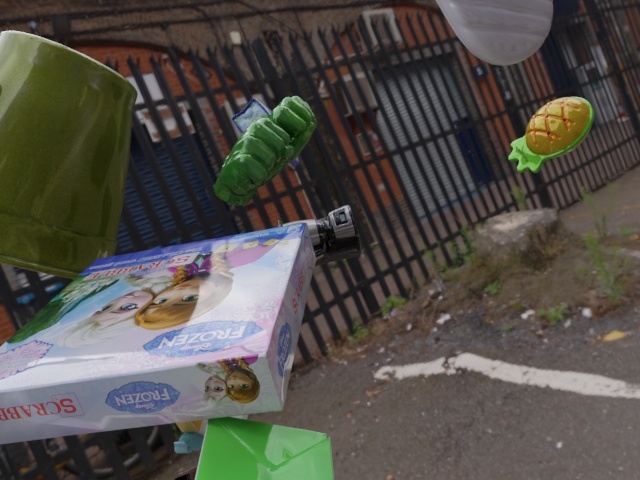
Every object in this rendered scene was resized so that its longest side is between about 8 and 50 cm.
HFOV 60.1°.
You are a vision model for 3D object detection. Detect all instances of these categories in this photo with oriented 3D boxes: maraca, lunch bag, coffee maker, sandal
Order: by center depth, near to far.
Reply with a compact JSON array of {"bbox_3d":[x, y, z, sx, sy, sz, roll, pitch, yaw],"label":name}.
[{"bbox_3d":[0.064,-0.233,0.372,0.102,0.265,0.076,-23,4,-15],"label":"sandal"},{"bbox_3d":[0.471,-0.216,1.136,0.186,0.099,0.127,-44,37,23],"label":"maraca"},{"bbox_3d":[-0.116,-0.242,1.296,0.096,0.151,0.129,-40,-13,9],"label":"lunch bag"},{"bbox_3d":[0.000,0.000,1.298,0.178,0.120,0.171,-13,-12,-1],"label":"coffee maker"}]

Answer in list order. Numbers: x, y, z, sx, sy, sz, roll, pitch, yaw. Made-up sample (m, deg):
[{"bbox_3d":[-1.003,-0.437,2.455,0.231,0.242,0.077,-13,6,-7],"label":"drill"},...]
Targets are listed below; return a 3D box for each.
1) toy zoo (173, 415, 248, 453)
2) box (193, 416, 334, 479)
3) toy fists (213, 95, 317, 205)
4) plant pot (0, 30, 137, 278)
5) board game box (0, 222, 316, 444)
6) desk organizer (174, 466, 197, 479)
[{"bbox_3d":[-0.153,0.175,0.822,0.030,0.192,0.293,-12,39,23],"label":"toy zoo"},{"bbox_3d":[-0.068,0.322,0.443,0.127,0.231,0.262,14,21,-8],"label":"box"},{"bbox_3d":[-0.090,-0.176,1.036,0.142,0.096,0.279,-57,-3,41],"label":"toy fists"},{"bbox_3d":[-0.493,-0.150,0.970,0.367,0.352,0.366,18,-4,1],"label":"plant pot"},{"bbox_3d":[-0.178,0.088,0.641,0.319,0.065,0.318,-10,21,9],"label":"board game box"},{"bbox_3d":[-0.181,0.407,0.817,0.047,0.130,0.050,-24,-16,6],"label":"desk organizer"}]
